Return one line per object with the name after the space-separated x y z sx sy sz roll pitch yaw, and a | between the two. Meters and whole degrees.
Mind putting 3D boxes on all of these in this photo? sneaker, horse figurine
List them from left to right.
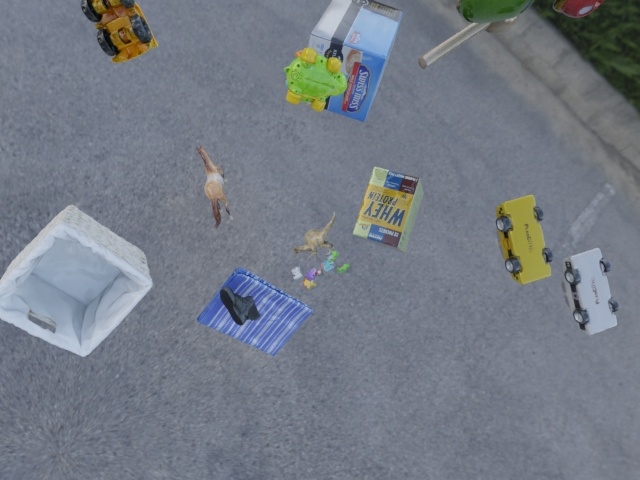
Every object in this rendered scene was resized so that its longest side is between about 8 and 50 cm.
-0.349 -0.174 1.450 0.066 0.174 0.263 -14 58 2 | horse figurine
-0.246 0.194 1.344 0.089 0.051 0.170 -49 127 -46 | sneaker

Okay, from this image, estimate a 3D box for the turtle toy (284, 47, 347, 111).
-0.007 -0.281 0.754 0.130 0.095 0.066 6 36 -32 | turtle toy

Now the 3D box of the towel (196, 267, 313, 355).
-0.218 0.254 1.479 0.336 0.243 0.040 33 13 -28 | towel

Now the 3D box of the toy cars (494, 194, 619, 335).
0.526 0.057 0.991 0.393 0.087 0.176 35 83 -10 | toy cars

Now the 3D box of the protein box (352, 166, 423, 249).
0.206 -0.084 1.282 0.136 0.200 0.201 17 89 18 | protein box

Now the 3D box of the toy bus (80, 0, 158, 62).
-0.615 -0.694 1.369 0.211 0.149 0.220 -90 161 -64 | toy bus

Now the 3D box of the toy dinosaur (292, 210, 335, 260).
0.000 0.000 1.310 0.183 0.053 0.093 -41 99 1 | toy dinosaur

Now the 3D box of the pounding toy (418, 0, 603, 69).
0.240 -0.272 0.471 0.110 0.237 0.183 46 70 2 | pounding toy

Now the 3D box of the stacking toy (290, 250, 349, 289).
-0.002 0.121 1.820 0.052 0.221 0.167 67 10 28 | stacking toy

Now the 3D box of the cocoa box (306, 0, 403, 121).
0.101 -0.591 1.377 0.228 0.231 0.347 19 51 0 | cocoa box

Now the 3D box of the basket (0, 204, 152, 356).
-0.764 0.113 1.359 0.331 0.266 0.328 -46 123 1 | basket
